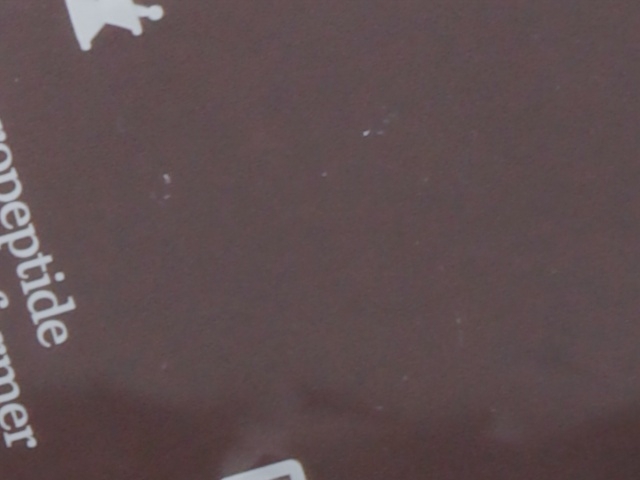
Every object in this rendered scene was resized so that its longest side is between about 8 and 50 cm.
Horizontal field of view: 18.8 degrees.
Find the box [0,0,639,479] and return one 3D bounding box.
[{"bbox_3d":[0.000,0.000,0.545,0.381,0.143,0.191,-17,94,2],"label":"box"}]
